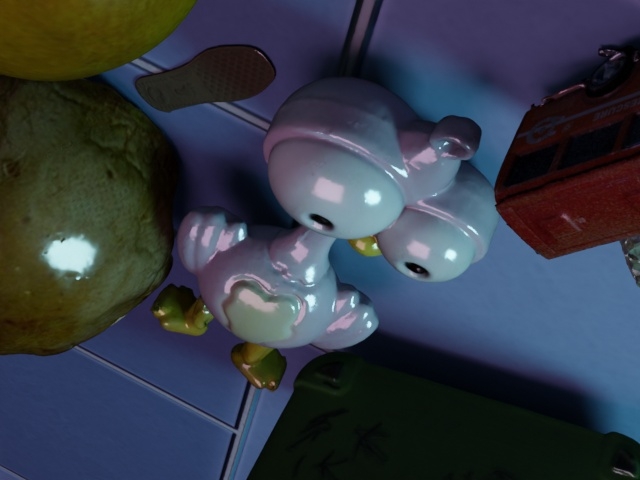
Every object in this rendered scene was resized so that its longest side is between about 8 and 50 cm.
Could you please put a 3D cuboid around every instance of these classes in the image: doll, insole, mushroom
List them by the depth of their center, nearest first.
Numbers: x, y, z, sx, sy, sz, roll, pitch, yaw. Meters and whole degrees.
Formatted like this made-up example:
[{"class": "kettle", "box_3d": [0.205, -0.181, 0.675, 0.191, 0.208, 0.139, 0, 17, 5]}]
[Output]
[{"class": "doll", "box_3d": [0.000, -0.001, 0.848, 0.160, 0.094, 0.365, 33, 149, -11]}, {"class": "insole", "box_3d": [-0.079, -0.107, 0.849, 0.135, 0.002, 0.045, -6, 133, 44]}, {"class": "mushroom", "box_3d": [-0.265, -0.044, 0.958, 0.301, 0.233, 0.208, 27, -165, 28]}]

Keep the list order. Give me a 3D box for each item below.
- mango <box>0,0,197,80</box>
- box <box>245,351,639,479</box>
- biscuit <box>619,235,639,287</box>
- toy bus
[{"class": "mango", "box_3d": [-0.176, -0.180, 0.676, 0.211, 0.173, 0.317, 39, 160, -26]}, {"class": "box", "box_3d": [0.087, 0.236, 0.949, 0.328, 0.253, 0.178, 13, 147, 22]}, {"class": "biscuit", "box_3d": [0.273, 0.029, 0.666, 0.250, 0.046, 0.147, 13, 139, 45]}, {"class": "toy bus", "box_3d": [0.190, -0.056, 0.613, 0.073, 0.096, 0.235, 42, 148, -23]}]
